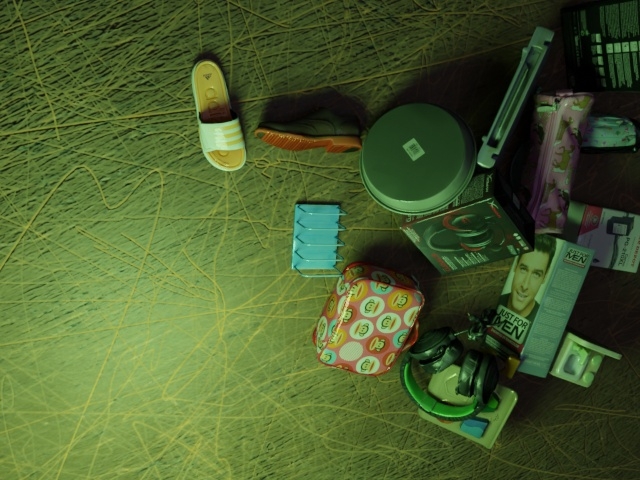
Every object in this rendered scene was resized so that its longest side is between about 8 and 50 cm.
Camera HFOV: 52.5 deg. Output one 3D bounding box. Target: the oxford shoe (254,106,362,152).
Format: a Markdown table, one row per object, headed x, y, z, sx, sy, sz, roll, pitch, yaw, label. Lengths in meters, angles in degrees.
| x | y | z | sx | sy | sz | roll | pitch | yaw | label |
| --- | --- | --- | --- | --- | --- | --- | --- | --- | --- |
| -0.029 | -0.274 | 1.584 | 0.271 | 0.097 | 0.098 | 2 | 82 | -22 | oxford shoe |

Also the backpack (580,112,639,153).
| x | y | z | sx | sy | sz | roll | pitch | yaw | label |
| --- | --- | --- | --- | --- | --- | --- | --- | --- | --- |
| 0.778 | -0.297 | 1.798 | 0.182 | 0.152 | 0.115 | 0 | 97 | -5 | backpack |

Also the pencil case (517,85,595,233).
| x | y | z | sx | sy | sz | roll | pitch | yaw | label |
| --- | --- | --- | --- | --- | --- | --- | --- | --- | --- |
| 0.602 | -0.203 | 1.707 | 0.167 | 0.160 | 0.386 | 5 | 102 | -19 | pencil case |

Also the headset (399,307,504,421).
| x | y | z | sx | sy | sz | roll | pitch | yaw | label |
| --- | --- | --- | --- | --- | --- | --- | --- | --- | --- |
| 0.345 | 0.326 | 1.676 | 0.243 | 0.185 | 0.394 | 33 | 125 | 13 | headset |

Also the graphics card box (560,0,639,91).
| x | y | z | sx | sy | sz | roll | pitch | yaw | label |
| --- | --- | --- | --- | --- | --- | --- | --- | --- | --- |
| 0.753 | -0.489 | 1.614 | 0.094 | 0.371 | 0.232 | -17 | 106 | -12 | graphics card box |

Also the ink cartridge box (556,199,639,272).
| x | y | z | sx | sy | sz | roll | pitch | yaw | label |
| --- | --- | --- | --- | --- | --- | --- | --- | --- | --- |
| 0.818 | -0.012 | 1.887 | 0.237 | 0.100 | 0.172 | 8 | 100 | -19 | ink cartridge box |

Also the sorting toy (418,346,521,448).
| x | y | z | sx | sy | sz | roll | pitch | yaw | label |
| --- | --- | --- | --- | --- | --- | --- | --- | --- | --- |
| 0.417 | 0.420 | 1.788 | 0.229 | 0.041 | 0.307 | 24 | 118 | 14 | sorting toy |

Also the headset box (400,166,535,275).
| x | y | z | sx | sy | sz | roll | pitch | yaw | label |
| --- | --- | --- | --- | --- | --- | --- | --- | --- | --- |
| 0.361 | -0.036 | 1.652 | 0.218 | 0.293 | 0.110 | 45 | 43 | -31 | headset box |

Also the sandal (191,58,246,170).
| x | y | z | sx | sy | sz | roll | pitch | yaw | label |
| --- | --- | --- | --- | --- | --- | --- | --- | --- | --- |
| -0.242 | -0.286 | 1.511 | 0.102 | 0.076 | 0.265 | -18 | 107 | -12 | sandal |

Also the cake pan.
| x | y | z | sx | sy | sz | roll | pitch | yaw | label |
| --- | --- | --- | --- | --- | --- | --- | --- | --- | --- |
| 0.230 | -0.210 | 1.589 | 0.293 | 0.054 | 0.293 | -4 | 77 | 18 | cake pan |

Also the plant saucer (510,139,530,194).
| x | y | z | sx | sy | sz | roll | pitch | yaw | label |
| --- | --- | --- | --- | --- | --- | --- | --- | --- | --- |
| 0.607 | -0.197 | 1.814 | 0.195 | 0.037 | 0.195 | -4 | 103 | -16 | plant saucer |

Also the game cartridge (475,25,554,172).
| x | y | z | sx | sy | sz | roll | pitch | yaw | label |
| --- | --- | --- | --- | --- | --- | --- | --- | --- | --- |
| 0.487 | -0.339 | 1.652 | 0.068 | 0.230 | 0.355 | 25 | 95 | 10 | game cartridge |

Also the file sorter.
| x | y | z | sx | sy | sz | roll | pitch | yaw | label |
| --- | --- | --- | --- | --- | --- | --- | --- | --- | --- |
| 0.000 | 0.000 | 1.637 | 0.118 | 0.104 | 0.170 | 0 | 102 | -18 | file sorter |

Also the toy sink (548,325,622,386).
| x | y | z | sx | sy | sz | roll | pitch | yaw | label |
| --- | --- | --- | --- | --- | --- | --- | --- | --- | --- |
| 0.709 | 0.325 | 1.861 | 0.153 | 0.234 | 0.131 | 20 | 96 | -21 | toy sink |

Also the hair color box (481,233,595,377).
| x | y | z | sx | sy | sz | roll | pitch | yaw | label |
| --- | --- | --- | --- | --- | --- | --- | --- | --- | --- |
| 0.603 | 0.168 | 1.818 | 0.114 | 0.185 | 0.374 | 17 | 97 | -19 | hair color box |

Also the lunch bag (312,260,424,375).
| x | y | z | sx | sy | sz | roll | pitch | yaw | label |
| --- | --- | --- | --- | --- | --- | --- | --- | --- | --- |
| 0.140 | 0.213 | 1.693 | 0.258 | 0.120 | 0.293 | 17 | 113 | -19 | lunch bag |
